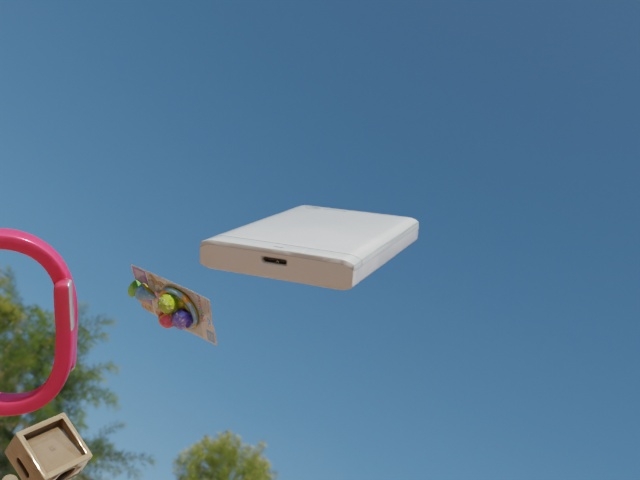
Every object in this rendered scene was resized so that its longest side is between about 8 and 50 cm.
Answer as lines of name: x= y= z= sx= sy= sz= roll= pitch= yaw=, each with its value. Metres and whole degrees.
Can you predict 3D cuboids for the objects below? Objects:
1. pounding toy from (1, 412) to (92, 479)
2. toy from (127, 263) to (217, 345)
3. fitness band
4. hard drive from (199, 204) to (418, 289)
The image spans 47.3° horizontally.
pounding toy: x=-0.619 y=0.510 z=1.608 sx=0.181 sy=0.206 sz=0.094 roll=50 pitch=-57 yaw=16
toy: x=-0.342 y=0.153 z=1.632 sx=0.237 sy=0.056 sz=0.136 roll=23 pitch=-45 yaw=30
fitness band: x=-0.476 y=0.125 z=1.098 sx=0.209 sy=0.054 sz=0.290 roll=3 pitch=-75 yaw=-8
hard drive: x=0.000 y=0.000 z=1.161 sx=0.233 sy=0.353 sz=0.047 roll=8 pitch=-77 yaw=20
